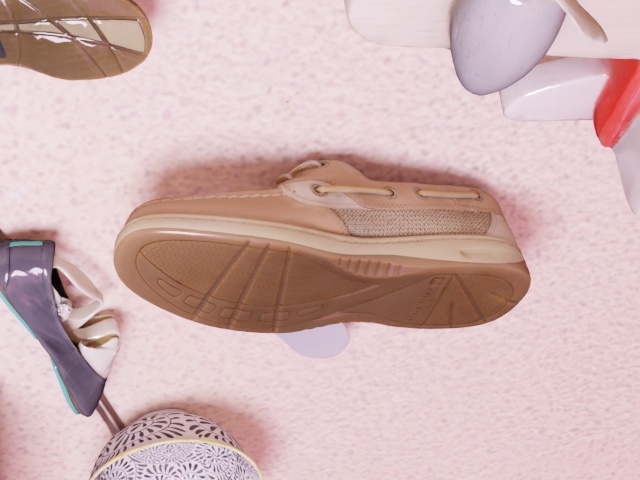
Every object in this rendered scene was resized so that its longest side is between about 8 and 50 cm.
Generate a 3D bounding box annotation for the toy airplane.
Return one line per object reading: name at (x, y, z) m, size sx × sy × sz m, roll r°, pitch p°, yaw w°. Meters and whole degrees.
toy airplane at (0.261, -0.155, 0.811) m, size 0.386 × 0.272 × 0.384 m, roll -35°, pitch 132°, yaw 18°

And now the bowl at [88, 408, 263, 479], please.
bowl at (-0.142, 0.211, 1.184) m, size 0.170 × 0.080 × 0.170 m, roll -8°, pitch 135°, yaw -8°

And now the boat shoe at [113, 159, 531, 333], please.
boat shoe at (0.000, 0.000, 1.005) m, size 0.341 × 0.110 × 0.121 m, roll 6°, pitch 142°, yaw -25°

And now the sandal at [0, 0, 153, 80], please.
sandal at (-0.203, -0.148, 0.855) m, size 0.180 × 0.049 × 0.072 m, roll -2°, pitch 129°, yaw 7°

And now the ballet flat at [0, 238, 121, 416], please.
ballet flat at (-0.205, 0.072, 1.045) m, size 0.074 × 0.074 × 0.203 m, roll -18°, pitch 132°, yaw 2°

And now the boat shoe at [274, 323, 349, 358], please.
boat shoe at (-0.033, 0.060, 1.099) m, size 0.142 × 0.040 × 0.049 m, roll 27°, pitch 112°, yaw -34°
